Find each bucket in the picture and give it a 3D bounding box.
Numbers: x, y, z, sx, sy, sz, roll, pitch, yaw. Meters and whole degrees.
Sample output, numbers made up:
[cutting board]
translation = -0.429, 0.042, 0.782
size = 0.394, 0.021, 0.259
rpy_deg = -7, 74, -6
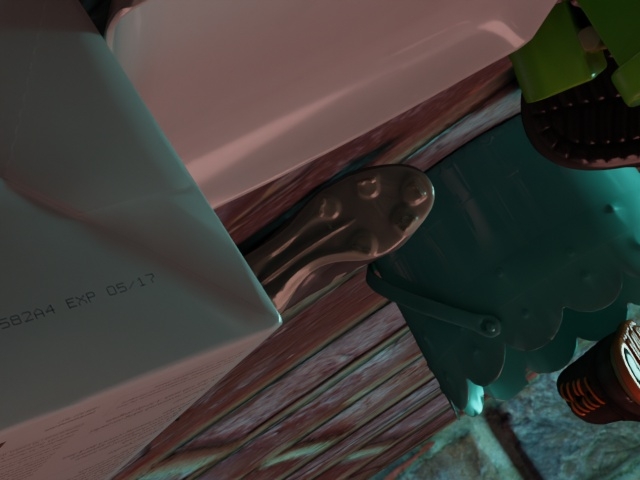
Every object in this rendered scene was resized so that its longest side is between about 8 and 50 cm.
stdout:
[bucket]
translation = 0.182, 0.015, 1.663
size = 0.281, 0.183, 0.281
rpy_deg = -30, 167, -8

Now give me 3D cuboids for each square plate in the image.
[square plate]
translation = 0.015, -0.127, 1.017
size = 0.344, 0.049, 0.347
rpy_deg = -27, 167, -19

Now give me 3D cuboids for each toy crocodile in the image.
[toy crocodile]
translation = 0.261, -0.191, 1.223
size = 0.340, 0.115, 0.105
rpy_deg = -36, 171, 26

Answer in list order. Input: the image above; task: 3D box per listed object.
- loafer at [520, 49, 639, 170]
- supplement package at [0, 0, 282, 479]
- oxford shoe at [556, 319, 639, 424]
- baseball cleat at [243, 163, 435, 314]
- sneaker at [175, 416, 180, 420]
[loafer]
translation = 0.329, -0.125, 1.494
size = 0.365, 0.134, 0.130
rpy_deg = -2, -178, -7
[supplement package]
translation = -0.201, 0.045, 0.805
size = 0.199, 0.198, 0.262
rpy_deg = -18, 161, -50
[oxford shoe]
translation = 0.267, 0.135, 1.694
size = 0.098, 0.097, 0.271
rpy_deg = -28, 169, 9
[baseball cleat]
translation = 0.000, 0.000, 1.468
size = 0.206, 0.072, 0.109
rpy_deg = -30, -178, 11
[sneaker]
translation = -0.168, 0.173, 1.756
size = 0.083, 0.035, 0.031
rpy_deg = -35, 167, 10
